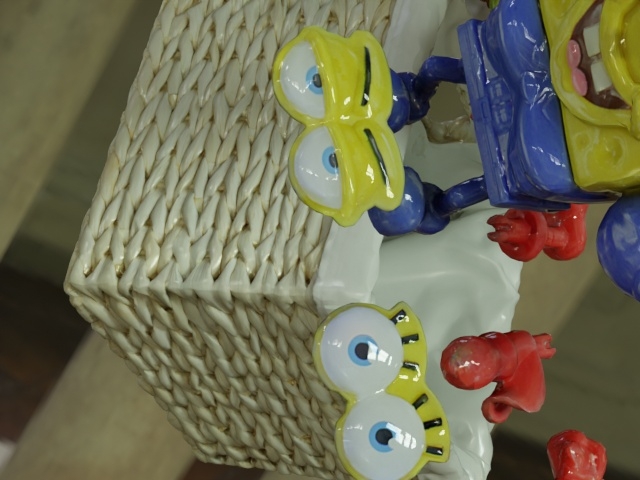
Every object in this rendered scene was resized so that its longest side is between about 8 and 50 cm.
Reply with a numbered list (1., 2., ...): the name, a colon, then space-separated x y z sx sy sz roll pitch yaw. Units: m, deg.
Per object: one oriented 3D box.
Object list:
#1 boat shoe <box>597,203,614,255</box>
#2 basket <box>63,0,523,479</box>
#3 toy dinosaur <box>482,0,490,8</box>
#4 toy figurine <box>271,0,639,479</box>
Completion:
1. boat shoe: 0.372 -0.056 1.948 0.073 0.223 0.080 28 17 -19
2. basket: 0.000 0.000 1.564 0.328 0.266 0.331 60 36 -50
3. toy dinosaur: 0.202 -0.144 1.251 0.322 0.164 0.218 2 -41 32
4. toy figurine: 0.122 -0.082 0.672 0.191 0.217 0.363 10 68 -54
